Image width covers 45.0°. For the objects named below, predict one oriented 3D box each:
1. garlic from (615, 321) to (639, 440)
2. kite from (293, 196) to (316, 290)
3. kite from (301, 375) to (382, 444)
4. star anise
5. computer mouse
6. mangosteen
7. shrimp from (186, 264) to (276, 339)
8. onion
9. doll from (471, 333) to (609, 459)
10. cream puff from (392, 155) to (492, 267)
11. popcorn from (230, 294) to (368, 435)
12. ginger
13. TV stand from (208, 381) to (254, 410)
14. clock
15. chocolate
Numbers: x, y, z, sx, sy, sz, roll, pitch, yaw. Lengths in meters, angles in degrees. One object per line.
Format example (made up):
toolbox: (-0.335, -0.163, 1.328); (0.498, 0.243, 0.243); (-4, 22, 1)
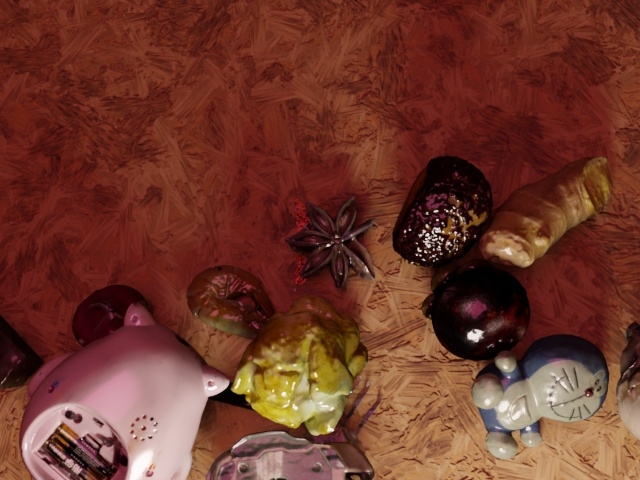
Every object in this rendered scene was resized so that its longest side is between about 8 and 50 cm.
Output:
garlic: (0.694, 0.260, 1.372); (0.322, 0.241, 0.322); (-7, 73, 25)
kite: (0.000, 0.000, 1.720); (0.125, 0.008, 0.222); (-5, 73, 8)
kite: (0.046, 0.390, 1.591); (0.127, 0.016, 0.229); (37, 87, 16)
star anise: (0.020, 0.007, 1.672); (0.197, 0.073, 0.212); (1, 74, 3)
computer mouse: (-0.037, 0.480, 1.529); (0.389, 0.115, 0.199); (-2, 72, 8)
mangosteen: (0.308, 0.136, 1.516); (0.210, 0.210, 0.210); (-3, 73, 11)
shrimp: (-0.168, 0.146, 1.687); (0.267, 0.061, 0.145); (26, 71, 20)
onion: (-0.451, 0.191, 1.689); (0.173, 0.135, 0.198); (-38, 69, -1)
doll: (0.419, 0.283, 1.468); (0.258, 0.154, 0.228); (-17, 113, 13)
cream puff: (0.248, -0.052, 1.563); (0.165, 0.239, 0.239); (26, 80, 2)
popcorn: (-0.030, 0.237, 1.524); (0.225, 0.276, 0.276); (28, 81, 2)
ginger: (0.459, -0.061, 1.559); (0.354, 0.190, 0.126); (-29, 111, -12)
TV stand: (-0.228, 0.318, 1.655); (0.256, 0.040, 0.049); (12, 76, 15)
clock: (-0.395, 0.344, 1.531); (0.368, 0.250, 0.376); (40, 93, 3)
chocolate: (-0.776, 0.202, 1.772); (0.321, 0.112, 0.112); (39, 86, 18)
